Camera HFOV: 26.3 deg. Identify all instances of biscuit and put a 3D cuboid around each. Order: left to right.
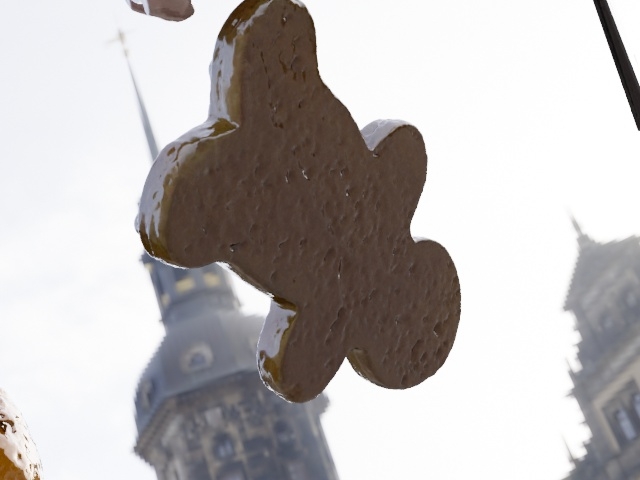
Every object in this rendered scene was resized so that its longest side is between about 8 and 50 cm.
[{"bbox_3d":[-0.001,-0.001,1.222,0.064,0.283,0.432,11,-21,40],"label":"biscuit"}]

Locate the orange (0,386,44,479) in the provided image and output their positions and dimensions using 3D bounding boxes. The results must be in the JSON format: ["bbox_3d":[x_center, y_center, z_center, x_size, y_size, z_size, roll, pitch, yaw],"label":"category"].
[{"bbox_3d":[-0.400,0.253,1.174,0.340,0.340,0.293,-6,-76,-20],"label":"orange"}]

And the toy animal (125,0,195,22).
[{"bbox_3d":[-0.071,-0.262,1.095,0.212,0.124,0.124,-34,-32,-12],"label":"toy animal"}]

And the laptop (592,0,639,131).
[{"bbox_3d":[0.258,-0.207,1.222,0.016,0.135,0.197,-17,-63,17],"label":"laptop"}]
